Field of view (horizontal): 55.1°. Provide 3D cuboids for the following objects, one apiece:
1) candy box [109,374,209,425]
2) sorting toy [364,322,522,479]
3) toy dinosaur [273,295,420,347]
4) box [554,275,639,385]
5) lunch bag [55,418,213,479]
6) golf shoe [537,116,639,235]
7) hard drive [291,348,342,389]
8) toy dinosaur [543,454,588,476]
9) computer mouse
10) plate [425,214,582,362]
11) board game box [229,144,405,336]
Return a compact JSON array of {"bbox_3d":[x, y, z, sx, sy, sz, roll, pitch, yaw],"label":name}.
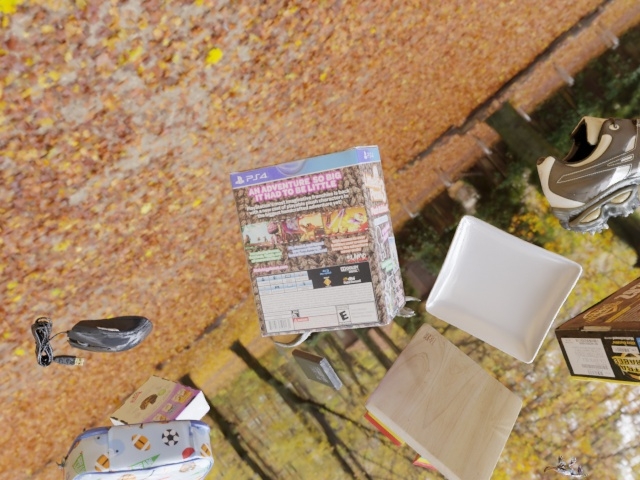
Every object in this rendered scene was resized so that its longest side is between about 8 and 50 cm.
[{"bbox_3d":[-0.420,0.450,1.605,0.196,0.070,0.165,7,-142,35],"label":"candy box"},{"bbox_3d":[0.235,0.337,1.212,0.257,0.255,0.089,-41,167,-46],"label":"sorting toy"},{"bbox_3d":[0.042,0.148,1.352,0.313,0.121,0.160,-8,162,-19],"label":"toy dinosaur"},{"bbox_3d":[0.490,0.071,0.731,0.322,0.079,0.257,-24,180,-24],"label":"box"},{"bbox_3d":[-0.392,0.475,1.291,0.303,0.115,0.243,6,139,-29],"label":"lunch bag"},{"bbox_3d":[0.297,-0.092,0.579,0.198,0.094,0.077,-35,-177,-5],"label":"golf shoe"},{"bbox_3d":[-0.012,0.323,1.546,0.022,0.094,0.135,-41,-158,-26],"label":"hard drive"},{"bbox_3d":[0.604,0.557,1.502,0.090,0.082,0.047,-25,-146,31],"label":"toy dinosaur"},{"bbox_3d":[-0.524,0.246,1.409,0.262,0.060,0.184,2,138,-26],"label":"computer mouse"},{"bbox_3d":[0.412,0.107,1.413,0.045,0.278,0.277,-35,147,-56],"label":"plate"},{"bbox_3d":[0.000,0.000,1.066,0.232,0.291,0.141,-8,-174,21],"label":"board game box"}]
